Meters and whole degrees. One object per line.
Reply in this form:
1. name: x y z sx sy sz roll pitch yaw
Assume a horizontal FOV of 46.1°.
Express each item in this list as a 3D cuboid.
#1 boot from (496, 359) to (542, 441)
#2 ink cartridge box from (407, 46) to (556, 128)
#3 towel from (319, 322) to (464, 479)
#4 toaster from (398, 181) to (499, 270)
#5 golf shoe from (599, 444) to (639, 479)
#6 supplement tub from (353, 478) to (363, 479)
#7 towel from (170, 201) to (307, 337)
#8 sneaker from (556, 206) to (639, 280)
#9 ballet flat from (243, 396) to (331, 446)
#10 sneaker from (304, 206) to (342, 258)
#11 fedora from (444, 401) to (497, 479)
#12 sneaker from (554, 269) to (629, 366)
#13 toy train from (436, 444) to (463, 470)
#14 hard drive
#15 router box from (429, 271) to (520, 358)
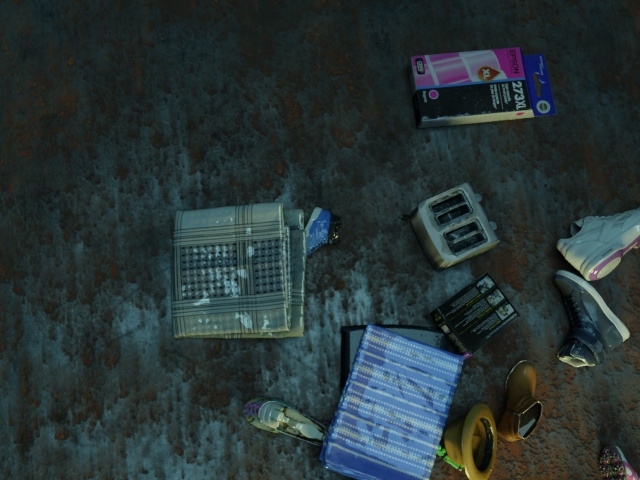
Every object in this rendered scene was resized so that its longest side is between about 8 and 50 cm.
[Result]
1. boot: 0.463 0.360 1.695 0.073 0.152 0.197 19 77 1
2. ink cartridge box: 0.415 -0.391 1.909 0.371 0.069 0.175 -6 78 -8
3. towel: 0.161 0.375 1.667 0.243 0.040 0.335 20 74 1
4. toaster: 0.312 -0.032 1.795 0.186 0.110 0.168 -23 79 -8
5. golf shoe: 0.701 0.558 1.721 0.086 0.067 0.186 -7 74 -35
6. supplement tub: 0.148 0.601 1.639 0.191 0.117 0.116 19 77 0
7. towel: -0.190 0.071 1.739 0.325 0.056 0.312 -2 78 7
8. sneaker: 0.705 -0.031 1.818 0.305 0.114 0.152 -30 53 -23
9. ballet flat: -0.067 0.406 1.687 0.222 0.079 0.076 21 78 1
10. sneaker: 0.000 0.000 1.792 0.085 0.058 0.152 21 70 10
11. fedora: 0.331 0.451 1.679 0.079 0.194 0.194 -2 75 33
12. sneaker: 0.600 0.193 1.776 0.163 0.086 0.226 -39 84 -14
13. toy train: 0.295 0.498 1.723 0.083 0.017 0.023 36 87 4
14. hard drive: 0.175 0.278 1.744 0.255 0.054 0.171 2 77 -3
15. router box: 0.363 0.174 1.760 0.179 0.046 0.133 -31 80 -27
